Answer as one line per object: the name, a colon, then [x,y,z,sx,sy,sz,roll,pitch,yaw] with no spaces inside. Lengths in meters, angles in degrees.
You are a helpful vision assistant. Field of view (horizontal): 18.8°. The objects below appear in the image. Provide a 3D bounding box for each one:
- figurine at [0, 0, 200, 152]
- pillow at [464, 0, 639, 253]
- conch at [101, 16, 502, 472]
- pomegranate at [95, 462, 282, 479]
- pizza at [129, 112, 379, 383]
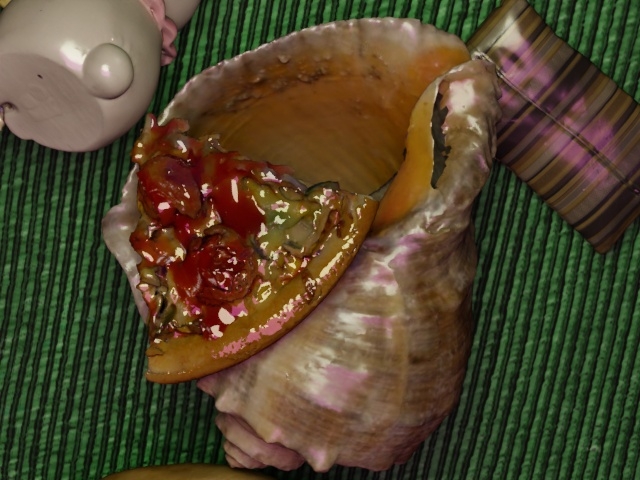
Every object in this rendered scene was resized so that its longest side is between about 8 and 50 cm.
figurine: [-0.155,-0.178,1.434,0.127,0.235,0.155,44,140,-19]
pillow: [0.187,-0.090,1.509,0.203,0.038,0.113,40,101,-11]
conch: [-0.002,0.003,1.457,0.297,0.210,0.352,31,81,0]
pomegranate: [-0.096,0.332,1.473,0.338,0.338,0.338,0,105,-1]
pizza: [-0.083,-0.006,1.351,0.201,0.053,0.193,-47,72,3]
